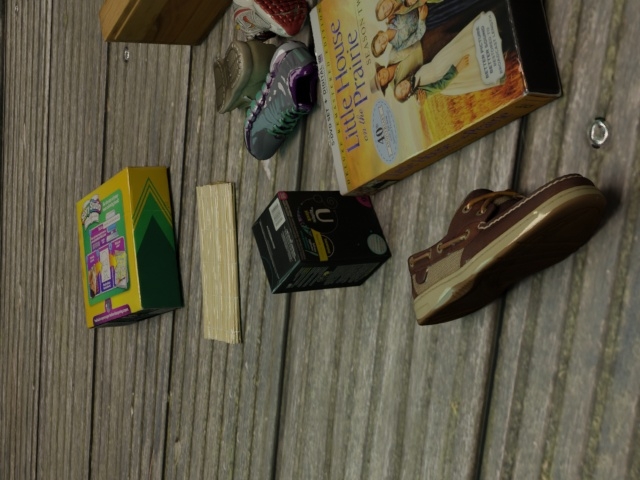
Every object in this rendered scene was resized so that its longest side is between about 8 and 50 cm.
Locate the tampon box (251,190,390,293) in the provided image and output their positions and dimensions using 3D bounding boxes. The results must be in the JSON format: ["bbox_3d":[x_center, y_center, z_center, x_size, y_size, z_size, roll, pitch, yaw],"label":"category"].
[{"bbox_3d":[0.000,0.000,1.497,0.101,0.161,0.121,-48,54,48],"label":"tampon box"}]

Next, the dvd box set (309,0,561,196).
[{"bbox_3d":[0.133,-0.263,1.356,0.420,0.062,0.308,-25,71,56],"label":"dvd box set"}]

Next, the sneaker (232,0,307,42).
[{"bbox_3d":[-0.086,-0.377,1.699,0.225,0.088,0.093,-136,42,-57],"label":"sneaker"}]

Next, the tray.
[{"bbox_3d":[-0.239,-0.487,1.810,0.411,0.202,0.076,-35,64,54],"label":"tray"}]

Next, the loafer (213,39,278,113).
[{"bbox_3d":[-0.131,-0.285,1.763,0.268,0.092,0.102,170,95,-74],"label":"loafer"}]

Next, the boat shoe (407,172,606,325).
[{"bbox_3d":[0.204,-0.008,1.210,0.342,0.123,0.123,-49,53,56],"label":"boat shoe"}]

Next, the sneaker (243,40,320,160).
[{"bbox_3d":[-0.061,-0.215,1.661,0.098,0.083,0.224,49,132,39],"label":"sneaker"}]

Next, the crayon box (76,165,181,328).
[{"bbox_3d":[-0.444,0.024,2.278,0.363,0.106,0.313,-19,75,57],"label":"crayon box"}]

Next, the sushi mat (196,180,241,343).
[{"bbox_3d":[-0.202,0.042,1.967,0.151,0.019,0.317,-3,90,59],"label":"sushi mat"}]
